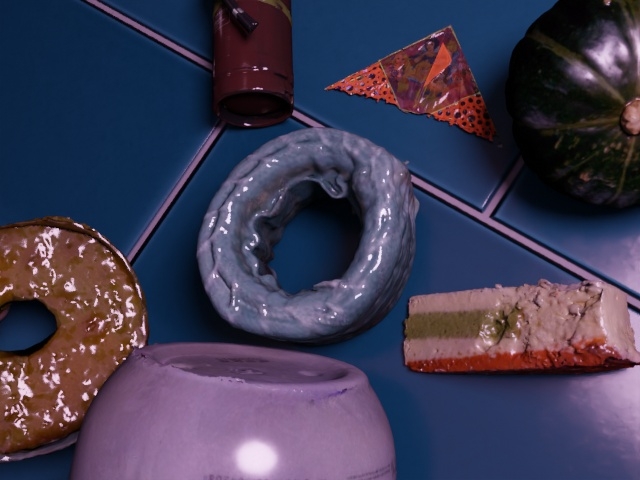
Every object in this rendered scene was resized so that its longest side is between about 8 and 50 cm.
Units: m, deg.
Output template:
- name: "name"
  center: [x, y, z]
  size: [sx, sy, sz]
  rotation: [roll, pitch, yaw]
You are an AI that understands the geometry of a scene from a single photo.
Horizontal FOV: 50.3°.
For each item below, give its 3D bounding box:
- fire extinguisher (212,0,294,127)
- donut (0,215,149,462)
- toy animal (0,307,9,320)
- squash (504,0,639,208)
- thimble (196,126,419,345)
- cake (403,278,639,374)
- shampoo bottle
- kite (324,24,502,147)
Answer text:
- name: "fire extinguisher"
  center: [-0.084, -0.314, 0.809]
  size: [0.105, 0.141, 0.341]
  rotation: [1, 75, -12]
- name: "donut"
  center: [-0.322, 0.103, 0.747]
  size: [0.272, 0.107, 0.272]
  rotation: [2, 81, -11]
- name: "toy animal"
  center: [-0.444, 0.089, 0.830]
  size: [0.150, 0.083, 0.089]
  rotation: [35, 43, 17]
- name: "squash"
  center: [0.278, -0.134, 0.628]
  size: [0.218, 0.218, 0.172]
  rotation: [-1, 37, 15]
- name: "thimble"
  center: [0.000, 0.000, 0.693]
  size: [0.235, 0.143, 0.198]
  rotation: [-39, 70, 3]
- name: "cake"
  center: [0.202, 0.090, 0.669]
  size: [0.220, 0.117, 0.086]
  rotation: [-15, 66, 46]
- name: "shampoo bottle"
  center: [-0.075, 0.231, 0.584]
  size: [0.273, 0.273, 0.266]
  rotation: [7, 87, 17]
- name: "kite"
  center: [0.125, -0.196, 0.784]
  size: [0.222, 0.008, 0.125]
  rotation: [22, 80, 19]
